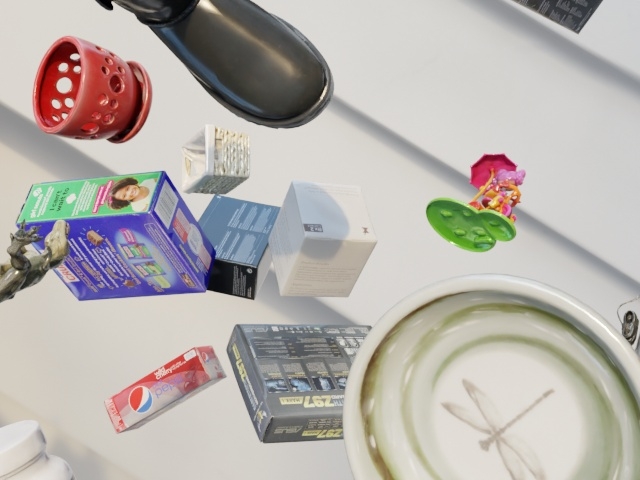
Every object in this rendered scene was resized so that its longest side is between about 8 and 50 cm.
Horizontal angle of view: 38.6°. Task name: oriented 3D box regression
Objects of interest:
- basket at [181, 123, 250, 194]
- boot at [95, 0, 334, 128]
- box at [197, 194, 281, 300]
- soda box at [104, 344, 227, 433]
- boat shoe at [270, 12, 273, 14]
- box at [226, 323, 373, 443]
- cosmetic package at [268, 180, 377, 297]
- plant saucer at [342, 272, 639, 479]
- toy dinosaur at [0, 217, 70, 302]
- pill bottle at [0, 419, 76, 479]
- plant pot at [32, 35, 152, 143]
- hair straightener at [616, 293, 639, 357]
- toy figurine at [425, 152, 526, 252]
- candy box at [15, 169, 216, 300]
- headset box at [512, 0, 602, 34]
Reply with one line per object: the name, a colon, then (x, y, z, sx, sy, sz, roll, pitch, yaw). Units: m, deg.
basket: (-0.223, -0.167, 1.946, 0.167, 0.103, 0.113, -23, 65, 61)
boot: (-0.193, -0.303, 1.070, 0.146, 0.367, 0.445, -54, -18, 3)
box: (-0.202, 0.010, 2.128, 0.261, 0.184, 0.103, -67, -11, -55)
soda box: (-0.344, 0.329, 2.023, 0.263, 0.083, 0.092, -31, -13, 14)
boat shoe: (-0.108, -0.339, 1.594, 0.038, 0.046, 0.125, 2, 72, 42)
box: (0.000, 0.200, 1.311, 0.183, 0.233, 0.059, 60, 139, 46)
cosmetic package: (0.000, 0.000, 1.807, 0.183, 0.151, 0.151, 115, 149, -44)
plant saucer: (0.225, 0.234, 1.127, 0.400, 0.400, 0.100, -59, -20, 20)
toy dinosaur: (-0.381, 0.037, 1.067, 0.268, 0.064, 0.118, -39, -22, -40)
pill bottle: (-0.545, 0.540, 1.734, 0.210, 0.362, 0.210, -20, 11, 4)
plant pot: (-0.437, -0.281, 1.770, 0.174, 0.191, 0.191, 12, -65, -47)
hair straightener: (0.568, 0.176, 1.647, 0.047, 0.089, 0.230, 96, -169, -53)
toy figurine: (0.285, -0.080, 1.522, 0.173, 0.130, 0.159, 1, 48, 51)
candy box: (-0.416, -0.003, 1.885, 0.268, 0.317, 0.122, 64, -152, -46)
headset box: (0.360, -0.497, 1.555, 0.110, 0.293, 0.218, -61, -5, -7)
